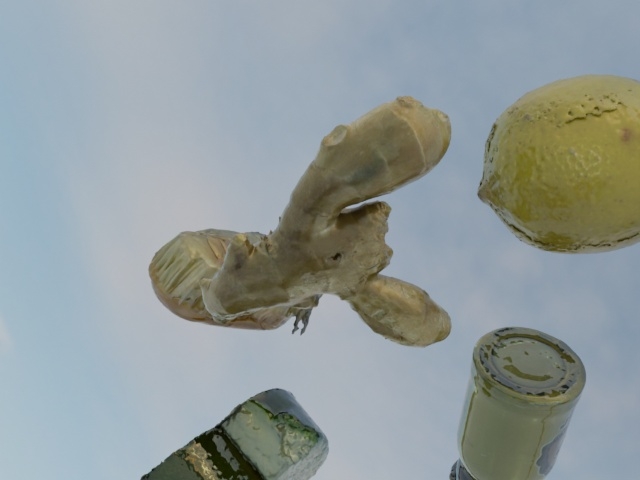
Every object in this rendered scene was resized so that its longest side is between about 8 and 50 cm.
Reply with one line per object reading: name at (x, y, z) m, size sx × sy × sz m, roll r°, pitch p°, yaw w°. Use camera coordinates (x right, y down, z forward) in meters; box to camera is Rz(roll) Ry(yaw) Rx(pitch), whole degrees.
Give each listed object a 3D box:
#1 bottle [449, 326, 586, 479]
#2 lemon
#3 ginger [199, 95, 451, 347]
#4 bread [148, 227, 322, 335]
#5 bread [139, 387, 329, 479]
bottle at (0.313, 0.323, 1.211) m, size 0.172 × 0.172 × 0.351 m, roll 28°, pitch -47°, yaw 32°
lemon at (0.379, -0.105, 1.037) m, size 0.310 × 0.258 × 0.257 m, roll -5°, pitch -69°, yaw 17°
ginger at (-0.001, -0.003, 0.958) m, size 0.348 × 0.122 × 0.363 m, roll -4°, pitch -52°, yaw 1°
bread at (-0.183, 0.089, 1.602) m, size 0.183 × 0.389 × 0.236 m, roll -51°, pitch -135°, yaw 23°
bread at (-0.150, 0.393, 1.138) m, size 0.129 × 0.366 × 0.382 m, roll 47°, pitch -65°, yaw 22°
